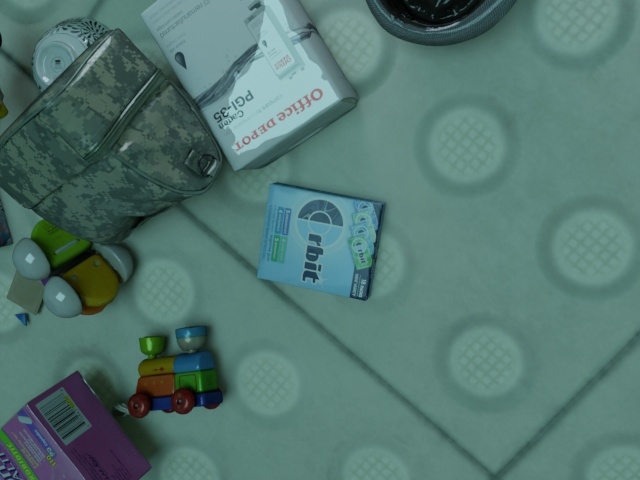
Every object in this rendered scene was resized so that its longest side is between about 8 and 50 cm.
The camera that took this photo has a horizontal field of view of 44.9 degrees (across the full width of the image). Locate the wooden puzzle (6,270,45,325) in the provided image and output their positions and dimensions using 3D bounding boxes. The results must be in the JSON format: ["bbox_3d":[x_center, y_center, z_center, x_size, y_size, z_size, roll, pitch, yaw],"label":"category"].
[{"bbox_3d":[-0.531,0.090,1.406,0.078,0.014,0.116,36,105,12],"label":"wooden puzzle"}]

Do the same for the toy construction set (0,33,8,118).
[{"bbox_3d":[-0.580,-0.206,1.222,0.309,0.257,0.237,28,140,48],"label":"toy construction set"}]

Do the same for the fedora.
[{"bbox_3d":[0.184,-0.407,1.078,0.244,0.124,0.275,30,113,11],"label":"fedora"}]

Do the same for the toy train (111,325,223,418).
[{"bbox_3d":[-0.292,0.228,1.329,0.248,0.105,0.143,-10,80,23],"label":"toy train"}]

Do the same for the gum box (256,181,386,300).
[{"bbox_3d":[0.000,0.000,1.235,0.184,0.041,0.157,11,101,14],"label":"gum box"}]

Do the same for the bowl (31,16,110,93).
[{"bbox_3d":[-0.417,-0.287,1.281,0.170,0.080,0.170,2,99,15],"label":"bowl"}]

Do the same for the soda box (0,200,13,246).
[{"bbox_3d":[-0.613,-0.071,1.378,0.063,0.058,0.183,-12,96,16],"label":"soda box"}]

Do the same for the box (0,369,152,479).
[{"bbox_3d":[-0.451,0.383,1.340,0.243,0.117,0.213,-39,88,36],"label":"box"}]

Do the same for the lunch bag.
[{"bbox_3d":[-0.320,-0.128,1.167,0.305,0.212,0.256,-22,122,44],"label":"lunch bag"}]

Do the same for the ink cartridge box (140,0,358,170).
[{"bbox_3d":[-0.103,-0.276,1.179,0.207,0.117,0.283,-32,89,17],"label":"ink cartridge box"}]

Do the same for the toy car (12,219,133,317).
[{"bbox_3d":[-0.424,0.048,1.317,0.182,0.159,0.136,50,143,3],"label":"toy car"}]
